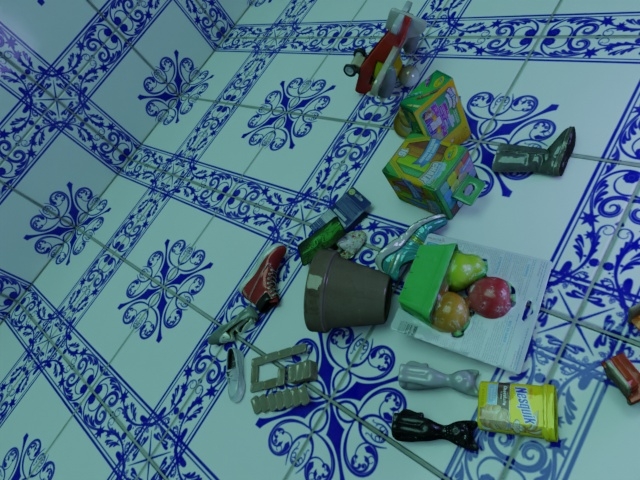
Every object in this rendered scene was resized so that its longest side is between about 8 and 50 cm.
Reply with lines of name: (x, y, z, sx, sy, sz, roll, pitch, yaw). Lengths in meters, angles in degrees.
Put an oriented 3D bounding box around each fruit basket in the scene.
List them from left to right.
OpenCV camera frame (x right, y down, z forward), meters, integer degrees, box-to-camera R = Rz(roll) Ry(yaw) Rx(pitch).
fruit basket: (0.413, 0.159, 1.303, 0.353, 0.165, 0.327, 17, 70, 22)

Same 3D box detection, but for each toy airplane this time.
toy airplane: (0.302, -0.735, 1.874, 0.386, 0.272, 0.384, -50, 14, 11)

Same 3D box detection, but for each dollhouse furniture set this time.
dollhouse furniture set: (0.756, 0.250, 1.003, 0.259, 0.135, 0.262, -32, 48, 10)

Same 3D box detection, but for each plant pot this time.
plant pot: (0.093, 0.163, 1.432, 0.229, 0.263, 0.263, 6, 62, 17)

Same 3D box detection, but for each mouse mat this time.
mouse mat: (0.000, 0.000, 1.665, 0.190, 0.007, 0.152, -37, 29, 8)

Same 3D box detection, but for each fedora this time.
fedora: (0.355, -0.482, 1.795, 0.194, 0.079, 0.194, -16, 53, 23)

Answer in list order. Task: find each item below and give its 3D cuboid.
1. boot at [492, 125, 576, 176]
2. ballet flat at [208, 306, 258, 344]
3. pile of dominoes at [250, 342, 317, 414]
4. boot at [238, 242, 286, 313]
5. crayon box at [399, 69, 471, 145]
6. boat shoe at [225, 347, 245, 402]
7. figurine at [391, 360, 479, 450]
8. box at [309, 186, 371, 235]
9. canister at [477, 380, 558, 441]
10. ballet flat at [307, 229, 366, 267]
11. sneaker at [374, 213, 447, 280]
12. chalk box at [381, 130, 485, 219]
boot: (0.669, -0.284, 1.476, 0.209, 0.076, 0.189, 15, 67, 46)
ballet flat: (-0.313, 0.321, 1.683, 0.213, 0.072, 0.068, -39, 51, 3)
pile of dominoes: (-0.122, 0.451, 1.511, 0.251, 0.040, 0.195, -23, 50, 29)
boot: (-0.172, 0.139, 1.710, 0.176, 0.088, 0.244, 35, 88, 41)
crayon box: (0.394, -0.408, 1.584, 0.165, 0.278, 0.081, -42, 48, 1)
boat shoe: (-0.293, 0.449, 1.587, 0.066, 0.063, 0.184, -17, 52, 23)
figurine: (0.306, 0.421, 1.219, 0.210, 0.092, 0.214, 0, 59, 24)
box: (0.078, -0.085, 1.731, 0.225, 0.036, 0.136, -43, 47, 2)
canister: (0.470, 0.404, 1.125, 0.170, 0.073, 0.126, -5, 57, 32)
ballet flat: (0.055, 0.040, 1.634, 0.241, 0.077, 0.091, -41, 46, 1)
sneaker: (0.300, 0.020, 1.487, 0.275, 0.107, 0.110, -39, 73, -7)
chalk box: (0.382, -0.202, 1.520, 0.289, 0.179, 0.180, 29, 78, 42)
